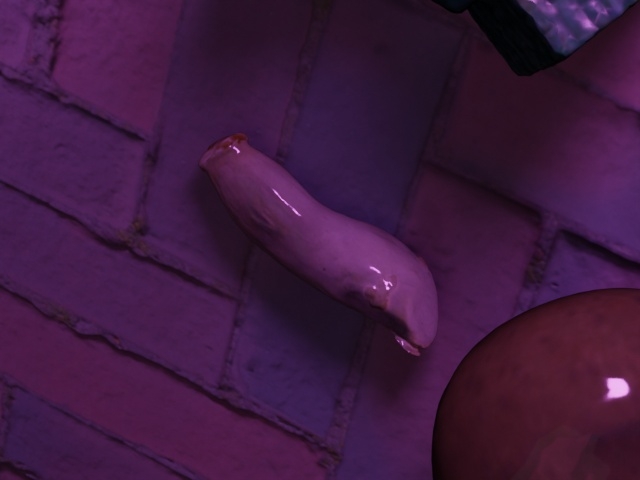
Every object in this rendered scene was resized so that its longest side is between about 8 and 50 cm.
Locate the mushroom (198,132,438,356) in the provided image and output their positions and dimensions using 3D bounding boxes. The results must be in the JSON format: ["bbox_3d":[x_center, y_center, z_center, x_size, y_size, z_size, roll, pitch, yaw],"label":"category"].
[{"bbox_3d":[-0.002,0.001,2.080,0.351,0.097,0.109,36,131,10],"label":"mushroom"}]

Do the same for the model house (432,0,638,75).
[{"bbox_3d":[0.131,-0.347,1.606,0.382,0.342,0.334,49,130,-6],"label":"model house"}]

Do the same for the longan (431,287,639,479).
[{"bbox_3d":[0.294,0.219,1.897,0.361,0.361,0.361,16,126,23],"label":"longan"}]
